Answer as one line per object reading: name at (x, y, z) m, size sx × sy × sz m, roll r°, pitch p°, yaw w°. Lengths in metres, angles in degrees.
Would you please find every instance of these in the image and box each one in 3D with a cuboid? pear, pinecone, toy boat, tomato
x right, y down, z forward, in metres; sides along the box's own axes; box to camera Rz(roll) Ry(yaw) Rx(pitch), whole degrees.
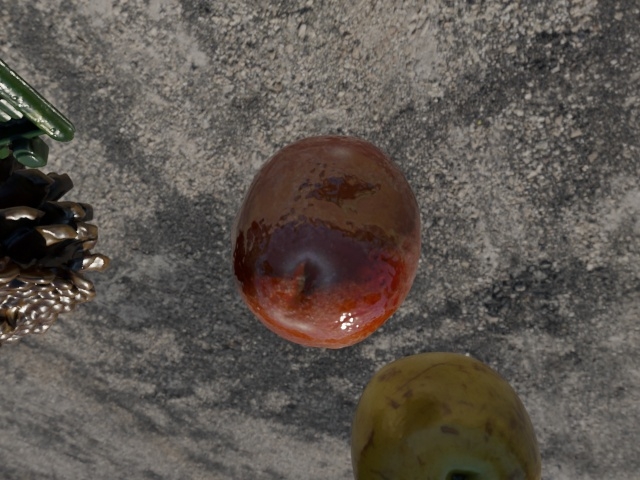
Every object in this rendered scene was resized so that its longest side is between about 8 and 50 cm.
pear at (0.170, 0.296, 0.694) m, size 0.280 × 0.281 × 0.281 m, roll 8°, pitch 137°, yaw 7°
pinecone at (-0.559, -0.011, 0.790) m, size 0.383 × 0.385 × 0.385 m, roll 8°, pitch 137°, yaw 7°
toy boat at (-0.305, -0.130, 0.404) m, size 0.104 × 0.052 × 0.210 m, roll -9°, pitch 158°, yaw 7°
tomato at (-0.001, 0.001, 0.524) m, size 0.188 × 0.232 × 0.232 m, roll 18°, pitch 138°, yaw -8°
